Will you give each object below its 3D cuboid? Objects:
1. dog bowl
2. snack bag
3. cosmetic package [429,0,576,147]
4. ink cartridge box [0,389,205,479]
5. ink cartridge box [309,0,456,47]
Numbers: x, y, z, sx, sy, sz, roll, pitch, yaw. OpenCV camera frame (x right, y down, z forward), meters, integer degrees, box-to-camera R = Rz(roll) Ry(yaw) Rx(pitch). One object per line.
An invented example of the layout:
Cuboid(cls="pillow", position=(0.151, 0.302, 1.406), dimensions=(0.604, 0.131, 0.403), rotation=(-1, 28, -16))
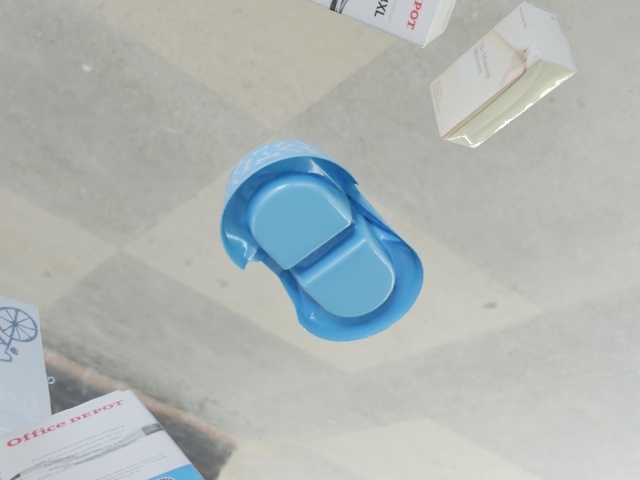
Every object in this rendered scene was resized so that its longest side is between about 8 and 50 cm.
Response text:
Cuboid(cls="dog bowl", position=(0.000, 0.000, 1.001), dimensions=(0.166, 0.074, 0.297), rotation=(-36, 126, 9))
Cuboid(cls="snack bag", position=(-0.617, 0.205, 1.477), dimensions=(0.037, 0.342, 0.323), rotation=(-43, 137, 20))
Cuboid(cls="cosmetic package", position=(0.386, -0.351, 1.832), dimensions=(0.113, 0.160, 0.309), rotation=(10, 147, -32))
Cuboid(cls="ink cartridge box", position=(-0.301, 0.355, 1.158), dimensions=(0.307, 0.223, 0.128), rotation=(29, 131, 54))
Cuboid(cls="ink cartridge box", position=(0.059, -0.323, 0.929), dimensions=(0.203, 0.086, 0.148), rotation=(25, 124, 12))
